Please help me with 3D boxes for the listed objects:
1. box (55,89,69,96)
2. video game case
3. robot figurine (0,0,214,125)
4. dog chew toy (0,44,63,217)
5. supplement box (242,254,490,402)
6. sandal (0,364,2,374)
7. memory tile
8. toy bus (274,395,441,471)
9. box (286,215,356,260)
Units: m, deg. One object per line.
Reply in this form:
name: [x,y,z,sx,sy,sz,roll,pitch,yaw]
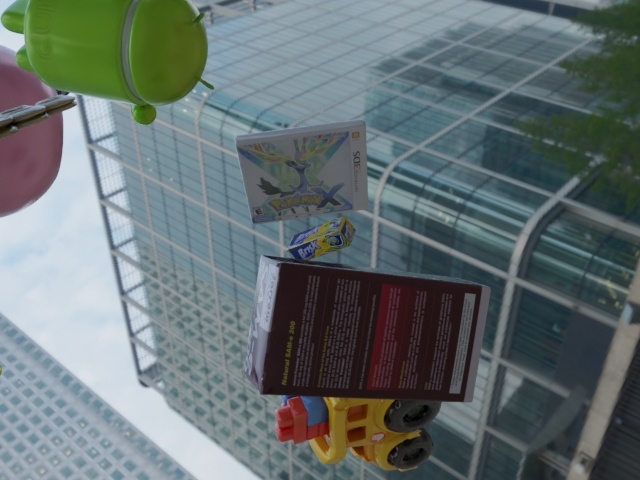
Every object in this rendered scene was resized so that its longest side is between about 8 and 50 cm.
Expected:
box: [-0.434,-0.228,1.053,0.083,0.018,0.067,-58,-48,-29]
video game case: [-0.040,-0.173,1.810,0.328,0.036,0.300,-8,-42,-1]
robot figurine: [-0.115,-0.112,0.385,0.101,0.115,0.067,89,-163,-44]
dog chew toy: [-0.463,-0.127,0.747,0.331,0.206,0.207,1,-68,-34]
supplement box: [0.050,0.094,0.715,0.239,0.073,0.130,8,-87,-22]
sandal: [-0.721,0.278,1.345,0.126,0.317,0.138,-40,-66,-7]
memory tile: [-0.266,-0.080,0.516,0.113,0.148,0.012,-59,-44,-60]
toy bus: [0.038,0.231,0.932,0.211,0.149,0.220,-16,-49,-16]
box: [0.000,0.000,1.660,0.054,0.168,0.059,50,-139,-24]
